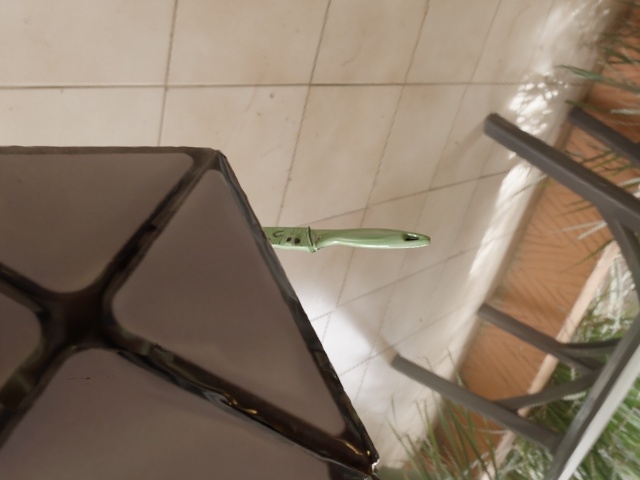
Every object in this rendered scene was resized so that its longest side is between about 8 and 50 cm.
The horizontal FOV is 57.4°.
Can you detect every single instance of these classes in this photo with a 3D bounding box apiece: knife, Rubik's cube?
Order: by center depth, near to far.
[{"bbox_3d":[-0.197,0.132,0.417,0.310,0.305,0.307,-7,145,-37],"label":"Rubik's cube"},{"bbox_3d":[-0.001,-0.001,0.769,0.020,0.292,0.043,68,35,-42],"label":"knife"}]
